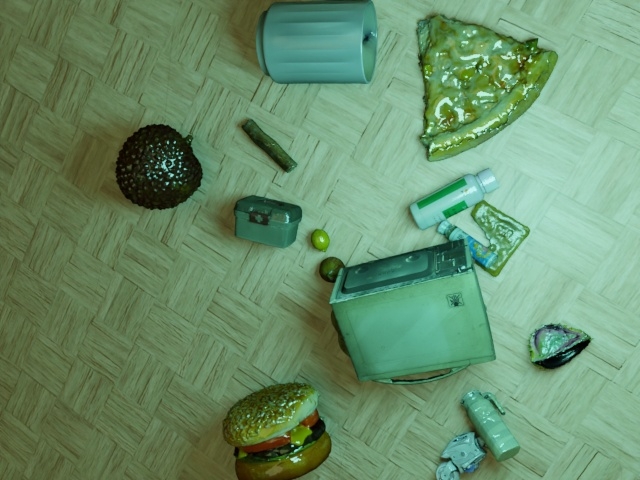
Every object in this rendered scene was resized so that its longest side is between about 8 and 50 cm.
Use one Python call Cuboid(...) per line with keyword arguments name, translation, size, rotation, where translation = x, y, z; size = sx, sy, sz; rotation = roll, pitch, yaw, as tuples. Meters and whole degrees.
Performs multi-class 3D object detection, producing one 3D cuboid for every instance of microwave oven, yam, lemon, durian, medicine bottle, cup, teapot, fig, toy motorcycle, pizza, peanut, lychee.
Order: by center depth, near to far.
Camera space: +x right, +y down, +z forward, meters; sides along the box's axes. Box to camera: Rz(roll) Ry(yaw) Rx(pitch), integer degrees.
Cuboid(name="microwave oven", translation=(0.271, 0.205, 1.516), size=(0.394, 0.247, 0.333), rotation=(-14, 109, 17))
Cuboid(name="durian", translation=(0.677, 0.297, 1.518), size=(0.186, 0.119, 0.108), rotation=(-29, 47, 5))
Cuboid(name="pizza", translation=(0.479, -0.461, 1.521), size=(0.392, 0.080, 0.435), rotation=(-3, 95, 17))
Cuboid(name="teapot", translation=(0.508, 0.533, 1.539), size=(0.107, 0.077, 0.200), rotation=(-19, 45, -12))
Cuboid(name="medicine bottle", translation=(0.435, 0.010, 1.553), size=(0.191, 0.051, 0.051), rotation=(40, 104, 30))
Cuboid(name="medicine bottle", translation=(0.397, -0.126, 1.560), size=(0.260, 0.095, 0.095), rotation=(-29, 85, 18))
Cuboid(name="cup", translation=(0.000, -0.631, 1.592), size=(0.327, 0.237, 0.323), rotation=(6, 66, 17))
Cuboid(name="toy motorcycle", translation=(0.447, 0.649, 1.604), size=(0.112, 0.112, 0.254), rotation=(46, 99, 9))
Cuboid(name="fig", translation=(0.032, 0.099, 1.670), size=(0.089, 0.125, 0.089), rotation=(2, 98, 13))
Cuboid(name="peanut", translation=(0.094, 0.301, 1.691), size=(0.089, 0.089, 0.193), rotation=(-18, 93, 17))
Cuboid(name="lemon", translation=(0.000, 0.000, 1.706), size=(0.062, 0.062, 0.083), rotation=(-19, 92, 17))
Cuboid(name="yam", translation=(-0.172, -0.316, 1.741), size=(0.241, 0.057, 0.057), rotation=(45, 105, 10))
Cuboid(name="lychee", translation=(-0.533, -0.246, 1.742), size=(0.276, 0.276, 0.304), rotation=(39, 75, 11))

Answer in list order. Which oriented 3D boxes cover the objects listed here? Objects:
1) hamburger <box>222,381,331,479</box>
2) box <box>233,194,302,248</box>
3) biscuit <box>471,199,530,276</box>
Cuboid(name="hamburger", translation=(-0.140, 0.600, 1.656), size=(0.330, 0.330, 0.250), rotation=(-13, 89, 17))
Cuboid(name="box", translation=(-0.173, -0.063, 1.715), size=(0.210, 0.148, 0.129), rotation=(13, 109, 16))
Cuboid(name="biscuit", translation=(0.507, -0.004, 1.564), size=(0.174, 0.039, 0.183), rotation=(31, 101, 11))
